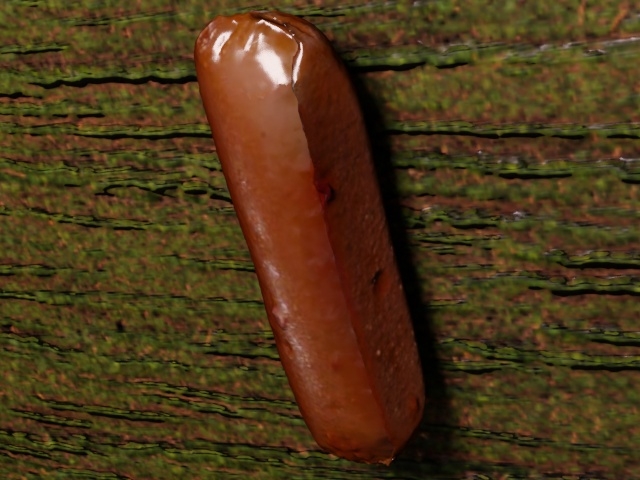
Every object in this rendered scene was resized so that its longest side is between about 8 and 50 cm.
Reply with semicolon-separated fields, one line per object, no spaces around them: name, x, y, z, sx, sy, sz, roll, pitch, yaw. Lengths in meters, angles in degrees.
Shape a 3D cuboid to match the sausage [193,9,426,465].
sausage;0.000;0.000;0.946;0.102;0.102;0.330;-1;116;30
